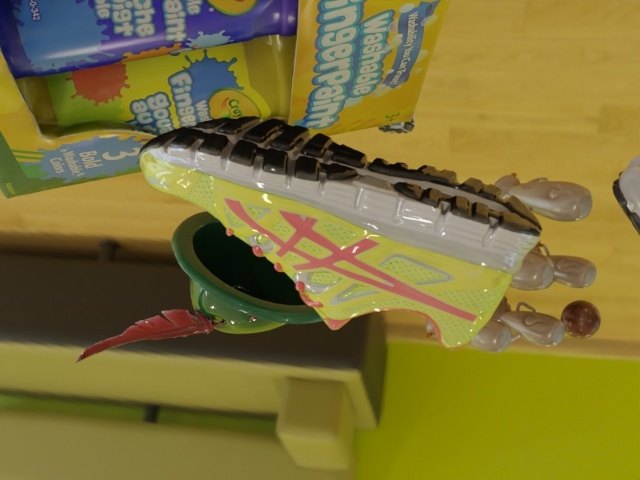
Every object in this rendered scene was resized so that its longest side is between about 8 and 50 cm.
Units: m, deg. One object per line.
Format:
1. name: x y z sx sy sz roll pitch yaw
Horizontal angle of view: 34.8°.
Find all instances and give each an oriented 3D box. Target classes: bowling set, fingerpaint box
1. bowling set: 0.272 0.071 1.378 0.154 0.287 0.200 14 150 49
2. fingerpaint box: -0.097 -0.206 0.715 0.371 0.163 0.445 -12 162 -8

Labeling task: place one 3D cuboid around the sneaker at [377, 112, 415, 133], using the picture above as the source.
1. sneaker: 0.092 -0.204 1.280 0.063 0.073 0.162 3 152 1

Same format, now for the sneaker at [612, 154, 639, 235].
1. sneaker: 0.271 -0.047 0.603 0.108 0.100 0.271 -36 175 36

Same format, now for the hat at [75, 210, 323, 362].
1. hat: -0.096 0.086 1.035 0.208 0.173 0.184 35 120 23

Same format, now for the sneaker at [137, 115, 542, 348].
1. sneaker: 0.000 0.000 0.523 0.208 0.081 0.094 19 113 8
